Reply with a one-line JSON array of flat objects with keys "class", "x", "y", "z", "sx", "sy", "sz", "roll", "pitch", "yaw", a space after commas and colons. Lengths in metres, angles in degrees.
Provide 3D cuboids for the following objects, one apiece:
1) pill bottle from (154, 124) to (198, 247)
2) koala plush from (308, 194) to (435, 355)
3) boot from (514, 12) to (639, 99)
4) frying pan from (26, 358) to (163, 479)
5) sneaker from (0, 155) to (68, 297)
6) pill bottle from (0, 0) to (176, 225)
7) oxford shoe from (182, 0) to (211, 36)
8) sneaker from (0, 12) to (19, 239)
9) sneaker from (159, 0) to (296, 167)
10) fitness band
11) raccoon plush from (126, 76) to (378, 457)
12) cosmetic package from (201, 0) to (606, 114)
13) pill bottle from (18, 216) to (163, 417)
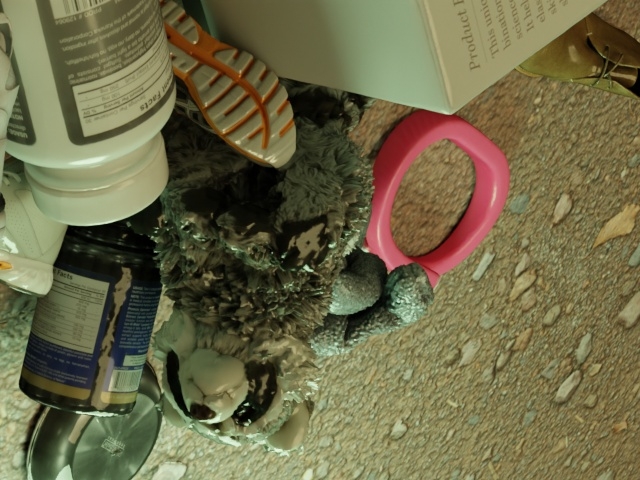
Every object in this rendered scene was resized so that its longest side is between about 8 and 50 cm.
[{"class": "pill bottle", "x": -0.129, "y": -0.044, "z": 2.055, "sx": 0.094, "sy": 0.094, "sz": 0.169, "roll": 15, "pitch": 104, "yaw": -56}, {"class": "koala plush", "x": 0.000, "y": 0.000, "z": 2.181, "sx": 0.203, "sy": 0.196, "sz": 0.221, "roll": -29, "pitch": 142, "yaw": -22}, {"class": "boot", "x": 0.348, "y": -0.241, "z": 2.500, "sx": 0.305, "sy": 0.115, "sz": 0.112, "roll": 4, "pitch": 115, "yaw": -52}, {"class": "frying pan", "x": -0.286, "y": 0.257, "z": 2.141, "sx": 0.326, "sy": 0.053, "sz": 0.197, "roll": -44, "pitch": 144, "yaw": -25}, {"class": "sneaker", "x": -0.324, "y": -0.035, "z": 1.827, "sx": 0.121, "sy": 0.099, "sz": 0.262, "roll": -66, "pitch": 154, "yaw": -2}, {"class": "pill bottle", "x": -0.224, "y": -0.176, "z": 1.725, "sx": 0.176, "sy": 0.176, "sz": 0.319, "roll": -35, "pitch": 134, "yaw": -31}, {"class": "oxford shoe", "x": -0.088, "y": -0.243, "z": 1.992, "sx": 0.212, "sy": 0.076, "sz": 0.076, "roll": 64, "pitch": 33, "yaw": -50}, {"class": "sneaker", "x": -0.367, "y": -0.080, "z": 1.495, "sx": 0.366, "sy": 0.137, "sz": 0.210, "roll": -12, "pitch": 121, "yaw": -58}, {"class": "sneaker", "x": -0.109, "y": -0.145, "z": 1.858, "sx": 0.084, "sy": 0.215, "sz": 0.083, "roll": -41, "pitch": 170, "yaw": -28}, {"class": "fitness band", "x": 0.142, "y": -0.050, "z": 2.439, "sx": 0.209, "sy": 0.054, "sz": 0.291, "roll": -59, "pitch": 148, "yaw": 0}, {"class": "raccoon plush", "x": -0.014, "y": 0.016, "z": 1.975, "sx": 0.446, "sy": 0.216, "sz": 0.299, "roll": -39, "pitch": 141, "yaw": -38}, {"class": "cosmetic package", "x": 0.100, "y": -0.371, "z": 1.819, "sx": 0.393, "sy": 0.327, "sz": 0.329, "roll": -36, "pitch": 125, "yaw": -30}, {"class": "pill bottle", "x": -0.225, "y": 0.060, "z": 1.974, "sx": 0.123, "sy": 0.122, "sz": 0.219, "roll": 6, "pitch": 100, "yaw": -54}]
